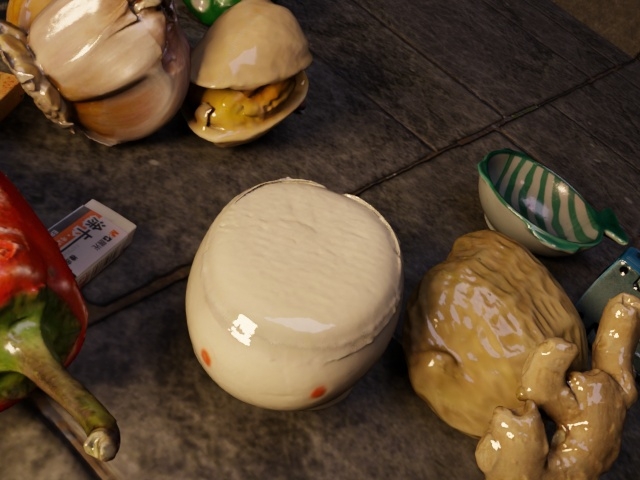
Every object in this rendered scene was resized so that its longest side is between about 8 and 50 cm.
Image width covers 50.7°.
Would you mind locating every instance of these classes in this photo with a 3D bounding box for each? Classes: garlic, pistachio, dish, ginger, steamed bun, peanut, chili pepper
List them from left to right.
[{"bbox_3d":[-0.226,0.040,0.441,0.338,0.131,0.134,40,22,18],"label":"chili pepper"},{"bbox_3d":[-0.232,-0.222,0.659,0.207,0.256,0.207,9,49,-10],"label":"garlic"},{"bbox_3d":[-0.093,-0.207,0.825,0.157,0.157,0.229,28,40,-5],"label":"pistachio"},{"bbox_3d":[-0.023,0.052,0.577,0.177,0.130,0.228,19,37,0],"label":"steamed bun"},{"bbox_3d":[0.175,0.094,0.682,0.196,0.110,0.233,55,40,5],"label":"peanut"},{"bbox_3d":[0.312,-0.034,0.972,0.246,0.078,0.224,20,37,-15],"label":"dish"},{"bbox_3d":[0.223,0.139,0.590,0.149,0.065,0.258,43,70,-26],"label":"ginger"}]

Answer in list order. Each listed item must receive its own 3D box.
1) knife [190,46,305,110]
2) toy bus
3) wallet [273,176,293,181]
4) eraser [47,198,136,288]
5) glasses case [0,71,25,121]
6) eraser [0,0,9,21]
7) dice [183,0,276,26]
[{"bbox_3d":[-0.133,-0.241,0.947,0.247,0.018,0.035,25,39,-8],"label":"knife"},{"bbox_3d":[0.453,0.125,0.855,0.246,0.113,0.134,41,31,16],"label":"toy bus"},{"bbox_3d":[0.000,0.000,0.743,0.190,0.033,0.095,40,35,11],"label":"wallet"},{"bbox_3d":[-0.212,0.011,0.575,0.052,0.029,0.122,32,35,1],"label":"eraser"},{"bbox_3d":[-0.337,-0.106,0.616,0.065,0.041,0.170,14,38,-5],"label":"glasses case"},{"bbox_3d":[-0.442,-0.250,0.658,0.155,0.101,0.332,37,35,9],"label":"eraser"},{"bbox_3d":[-0.132,-0.402,1.053,0.131,0.120,0.128,29,35,-6],"label":"dice"}]
